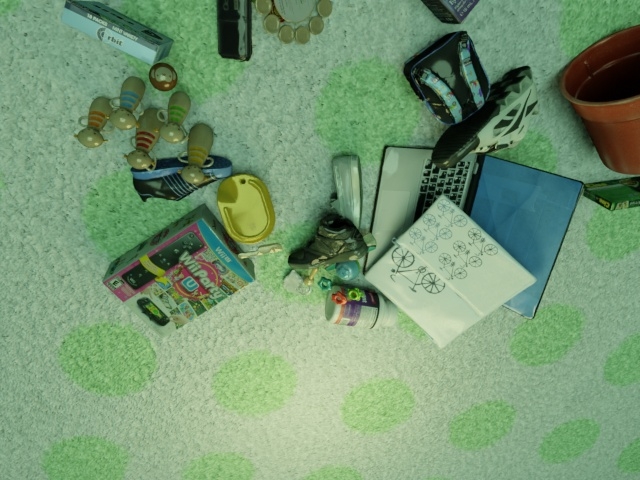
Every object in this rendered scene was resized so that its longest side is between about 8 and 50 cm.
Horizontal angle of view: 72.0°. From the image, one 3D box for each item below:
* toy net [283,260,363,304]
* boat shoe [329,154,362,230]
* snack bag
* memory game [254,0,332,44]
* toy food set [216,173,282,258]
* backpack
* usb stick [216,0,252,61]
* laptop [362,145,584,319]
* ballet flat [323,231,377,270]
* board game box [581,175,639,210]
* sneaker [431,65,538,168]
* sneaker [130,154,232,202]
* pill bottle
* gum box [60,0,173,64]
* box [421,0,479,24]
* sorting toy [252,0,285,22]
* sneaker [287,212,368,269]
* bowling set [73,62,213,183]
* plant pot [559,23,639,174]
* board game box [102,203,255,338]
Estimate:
[{"bbox_3d":[0.006,0.117,1.204,0.232,0.045,0.122,-11,106,30],"label":"toy net"},{"bbox_3d":[0.065,-0.110,1.132,0.081,0.079,0.228,2,120,12],"label":"boat shoe"},{"bbox_3d":[0.319,0.097,1.164,0.323,0.037,0.342,42,120,-1],"label":"snack bag"},{"bbox_3d":[-0.053,-0.501,0.906,0.186,0.012,0.186,-16,123,-26],"label":"memory game"},{"bbox_3d":[-0.182,-0.066,1.103,0.128,0.071,0.218,-18,113,-11],"label":"toy food set"},{"bbox_3d":[0.292,-0.362,1.006,0.158,0.117,0.173,-36,113,8],"label":"backpack"},{"bbox_3d":[-0.176,-0.512,0.893,0.077,0.045,0.278,9,117,10],"label":"usb stick"},{"bbox_3d":[0.357,-0.017,1.131,0.407,0.236,0.383,1,116,-11],"label":"laptop"},{"bbox_3d":[0.077,0.029,1.210,0.168,0.053,0.057,-26,161,18],"label":"ballet flat"},{"bbox_3d":[0.874,-0.137,1.218,0.259,0.136,0.031,-8,121,-5],"label":"board game box"},{"bbox_3d":[0.407,-0.253,1.038,0.330,0.122,0.146,-42,115,-10],"label":"sneaker"},{"bbox_3d":[-0.321,-0.143,1.044,0.232,0.081,0.091,-5,127,-5],"label":"sneaker"},{"bbox_3d":[0.119,0.196,1.268,0.193,0.108,0.108,11,114,-16],"label":"pill bottle"},{"bbox_3d":[-0.375,-0.397,0.840,0.156,0.184,0.041,22,111,-20],"label":"gum box"},{"bbox_3d":[0.254,-0.578,0.902,0.207,0.108,0.153,32,108,-23],"label":"box"},{"bbox_3d":[-0.104,-0.503,0.914,0.102,0.042,0.061,36,106,-23],"label":"sorting toy"},{"bbox_3d":[0.000,0.000,1.143,0.227,0.087,0.130,-14,110,31],"label":"sneaker"},{"bbox_3d":[-0.354,-0.248,0.896,0.286,0.154,0.200,11,151,-13],"label":"bowling set"},{"bbox_3d":[0.754,-0.316,1.049,0.272,0.272,0.265,-37,124,9],"label":"plant pot"},{"bbox_3d":[-0.356,0.082,1.136,0.303,0.098,0.224,-32,118,6],"label":"board game box"}]
